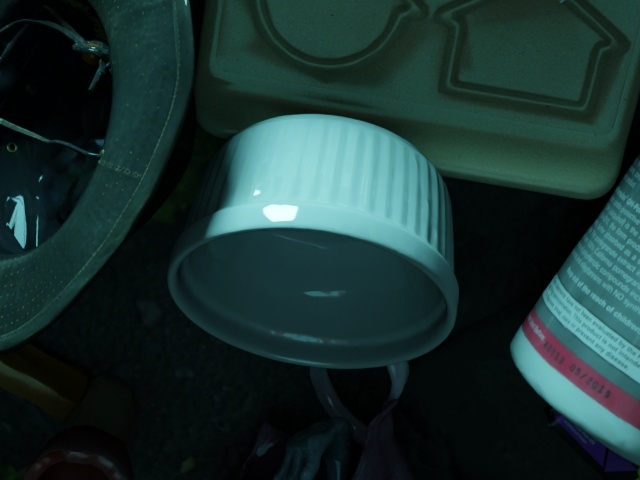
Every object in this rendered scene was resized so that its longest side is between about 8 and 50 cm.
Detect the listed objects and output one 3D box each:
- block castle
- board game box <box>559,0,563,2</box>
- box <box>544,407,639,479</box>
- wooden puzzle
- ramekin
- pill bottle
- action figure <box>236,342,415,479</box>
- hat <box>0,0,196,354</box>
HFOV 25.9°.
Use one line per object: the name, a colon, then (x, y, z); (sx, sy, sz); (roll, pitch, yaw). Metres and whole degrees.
block castle: (-0.368, 0.267, 1.130); (0.303, 0.213, 0.453); (32, 109, -11)
board game box: (0.147, -0.332, 0.884); (0.193, 0.053, 0.305); (-35, 90, -1)
box: (0.286, 0.137, 1.154); (0.162, 0.029, 0.116); (-42, 105, 15)
wooden puzzle: (0.089, -0.225, 0.991); (0.322, 0.080, 0.348); (9, 107, -2)
ramekin: (0.000, 0.000, 1.001); (0.207, 0.109, 0.207); (7, 149, 4)
pill bottle: (0.293, 0.002, 1.012); (0.176, 0.176, 0.318); (30, 104, -10)
action figure: (0.075, 0.280, 1.174); (0.370, 0.248, 0.276); (31, 67, -23)
hat: (-0.183, -0.070, 1.007); (0.331, 0.331, 0.134); (-42, 147, 17)
